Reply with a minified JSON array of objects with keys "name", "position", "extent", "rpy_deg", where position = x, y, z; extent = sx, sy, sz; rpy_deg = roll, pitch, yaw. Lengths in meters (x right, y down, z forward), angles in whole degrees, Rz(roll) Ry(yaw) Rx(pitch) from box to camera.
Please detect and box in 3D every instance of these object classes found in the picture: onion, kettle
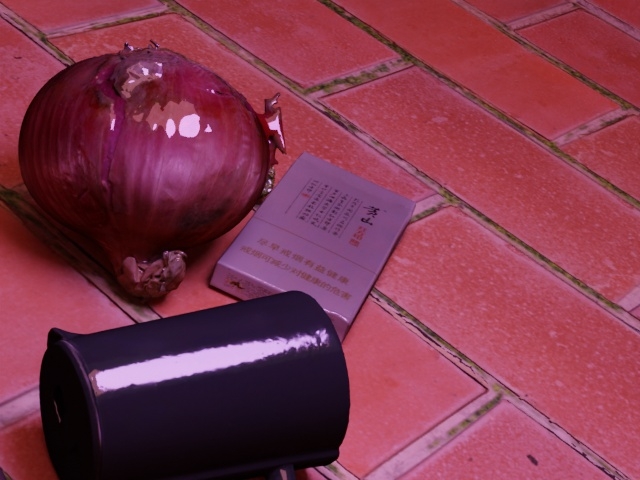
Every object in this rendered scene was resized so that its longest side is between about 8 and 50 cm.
[{"name":"onion","position":[-0.221,-0.123,1.766],"extent":[0.354,0.353,0.353],"rpy_deg":[13,34,-9]},{"name":"kettle","position":[-0.143,0.208,1.487],"extent":[0.308,0.262,0.203],"rpy_deg":[-8,8,-30]}]

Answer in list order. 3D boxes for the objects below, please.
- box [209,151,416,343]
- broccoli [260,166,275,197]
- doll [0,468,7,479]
[{"name":"box","position":[0.000,0.000,1.927],"extent":[0.205,0.051,0.365],"rpy_deg":[25,35,6]},{"name":"broccoli","position":[-0.128,-0.122,1.977],"extent":[0.130,0.131,0.120],"rpy_deg":[7,-9,-20]},{"name":"doll","position":[-0.407,0.243,1.325],"extent":[0.257,0.117,0.182],"rpy_deg":[30,19,11]}]
